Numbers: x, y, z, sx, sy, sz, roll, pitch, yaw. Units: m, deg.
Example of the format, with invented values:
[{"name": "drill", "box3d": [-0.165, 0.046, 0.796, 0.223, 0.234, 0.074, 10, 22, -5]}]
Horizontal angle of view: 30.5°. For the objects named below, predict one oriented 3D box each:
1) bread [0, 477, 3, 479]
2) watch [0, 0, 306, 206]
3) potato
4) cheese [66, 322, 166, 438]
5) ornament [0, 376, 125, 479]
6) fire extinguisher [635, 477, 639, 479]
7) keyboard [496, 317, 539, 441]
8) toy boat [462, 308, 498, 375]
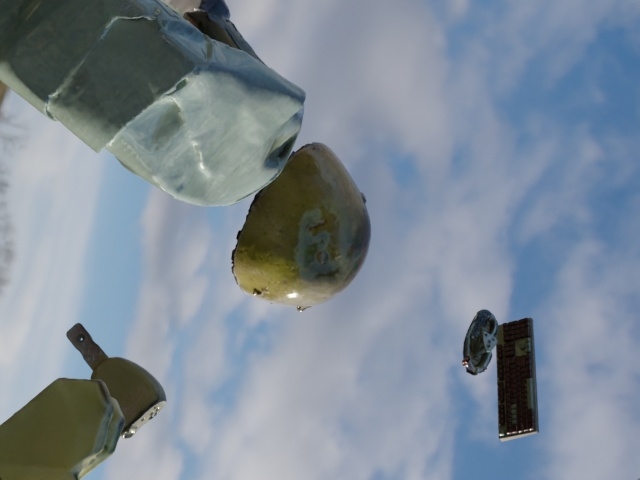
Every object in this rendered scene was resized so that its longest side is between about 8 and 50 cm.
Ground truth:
[{"name": "bread", "box3d": [-0.329, 0.255, 1.076, 0.102, 0.094, 0.245, -55, -151, -14]}, {"name": "watch", "box3d": [-0.132, -0.127, 0.749, 0.162, 0.253, 0.241, -52, -145, 14]}, {"name": "potato", "box3d": [0.000, 0.000, 1.391, 0.117, 0.182, 0.202, 29, -97, 34]}, {"name": "cheese", "box3d": [-0.305, 0.192, 1.692, 0.097, 0.192, 0.037, -41, 156, -4]}, {"name": "ornament", "box3d": [-0.312, 0.241, 1.249, 0.059, 0.180, 0.201, 64, 34, -49]}, {"name": "fire extinguisher", "box3d": [0.393, 0.217, 1.083, 0.105, 0.269, 0.105, 45, -33, 40]}, {"name": "keyboard", "box3d": [0.243, 0.171, 1.473, 0.055, 0.017, 0.166, -20, -133, 28]}, {"name": "toy boat", "box3d": [0.175, 0.112, 1.271, 0.038, 0.038, 0.083, -46, -159, 54]}]
